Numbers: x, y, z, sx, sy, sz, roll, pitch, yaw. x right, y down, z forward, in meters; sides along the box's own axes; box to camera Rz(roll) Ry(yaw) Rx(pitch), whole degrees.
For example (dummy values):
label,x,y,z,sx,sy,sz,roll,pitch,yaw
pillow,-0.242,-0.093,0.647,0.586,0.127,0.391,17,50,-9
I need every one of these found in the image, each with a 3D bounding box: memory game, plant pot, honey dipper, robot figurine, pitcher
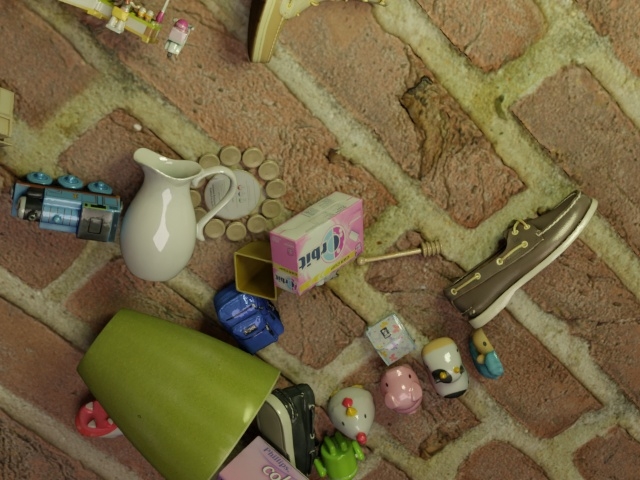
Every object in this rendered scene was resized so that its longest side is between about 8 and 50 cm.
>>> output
label,x,y,z,sx,sy,sz,roll,pitch,yaw
memory game,-0.150,-0.080,1.786,0.186,0.012,0.186,-6,122,-9
plant pot,-0.096,0.044,1.825,0.082,0.083,0.081,13,123,22
honey dipper,0.144,0.026,1.909,0.161,0.030,0.030,-11,122,-2
robot figurine,0.038,0.444,2.108,0.101,0.067,0.115,-23,124,-13
pitcher,-0.237,-0.038,1.724,0.178,0.125,0.207,7,116,-15
plant pot,-0.269,0.258,1.821,0.294,0.275,0.274,35,109,-2

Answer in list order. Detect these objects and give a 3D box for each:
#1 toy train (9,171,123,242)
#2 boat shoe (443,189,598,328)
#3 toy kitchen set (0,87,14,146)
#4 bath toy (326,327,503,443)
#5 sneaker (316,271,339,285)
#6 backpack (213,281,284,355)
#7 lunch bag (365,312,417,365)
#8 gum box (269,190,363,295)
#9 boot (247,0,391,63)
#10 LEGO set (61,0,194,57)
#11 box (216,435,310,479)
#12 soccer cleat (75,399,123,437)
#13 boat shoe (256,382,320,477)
label,x,y,z,sx,sy,sz,roll,pitch,yaw
toy train,-0.411,-0.056,1.685,0.184,0.105,0.080,9,117,-18
boat shoe,0.365,0.020,1.907,0.097,0.116,0.324,44,106,-1
toy kitchen set,-0.513,-0.191,1.631,0.083,0.075,0.068,-4,169,27
bath toy,0.177,0.287,2.012,0.348,0.129,0.151,-25,123,3
sneaker,0.009,0.033,1.877,0.069,0.038,0.098,-20,131,-3
backpack,-0.129,0.135,1.869,0.098,0.101,0.120,-33,118,-1
lunch bag,0.133,0.187,1.987,0.071,0.053,0.083,-31,113,5
gum box,0.000,0.000,1.785,0.188,0.062,0.107,-33,131,-40
boot,0.006,-0.377,1.600,0.204,0.095,0.261,11,113,-20
LEGO set,-0.315,-0.375,1.514,0.287,0.132,0.107,23,104,-17
box,-0.098,0.532,1.990,0.117,0.214,0.243,-39,161,-37
soccer cleat,-0.337,0.332,1.961,0.248,0.083,0.095,-1,158,-22
boat shoe,-0.052,0.403,2.038,0.113,0.127,0.340,-30,133,-29
